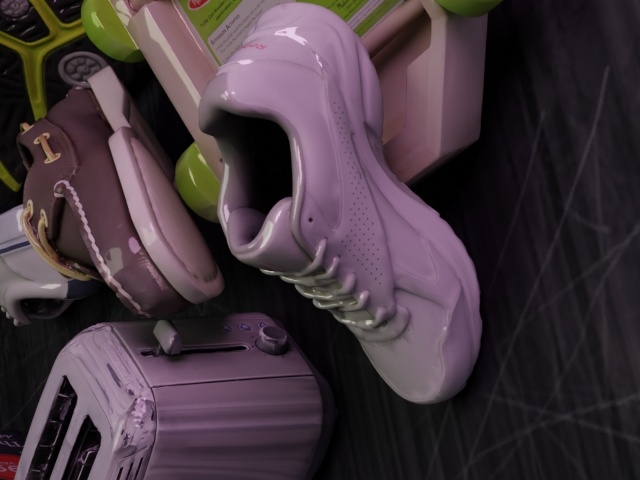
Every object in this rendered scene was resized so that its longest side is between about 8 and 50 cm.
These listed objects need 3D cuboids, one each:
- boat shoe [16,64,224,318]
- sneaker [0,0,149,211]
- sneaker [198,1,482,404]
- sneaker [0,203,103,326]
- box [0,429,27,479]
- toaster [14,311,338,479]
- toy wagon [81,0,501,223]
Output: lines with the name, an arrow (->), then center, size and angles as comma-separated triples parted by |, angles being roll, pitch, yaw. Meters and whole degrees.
boat shoe -> -0.142, -0.023, 1.009 | 0.097, 0.116, 0.324 | -31, 27, -1
sneaker -> -0.236, -0.163, 1.218 | 0.385, 0.145, 0.147 | -35, 38, 38
sneaker -> 0.000, 0.000, 0.812 | 0.090, 0.115, 0.232 | -16, 109, 44
sneaker -> -0.248, 0.026, 1.251 | 0.258, 0.094, 0.091 | -15, 95, 63
box -> -0.320, 0.260, 1.100 | 0.312, 0.343, 0.178 | 23, 103, 53
toaster -> -0.100, 0.148, 0.970 | 0.129, 0.146, 0.227 | 51, 126, 46
toy wagon -> -0.042, -0.175, 0.885 | 0.267, 0.068, 0.344 | -37, 81, 46
